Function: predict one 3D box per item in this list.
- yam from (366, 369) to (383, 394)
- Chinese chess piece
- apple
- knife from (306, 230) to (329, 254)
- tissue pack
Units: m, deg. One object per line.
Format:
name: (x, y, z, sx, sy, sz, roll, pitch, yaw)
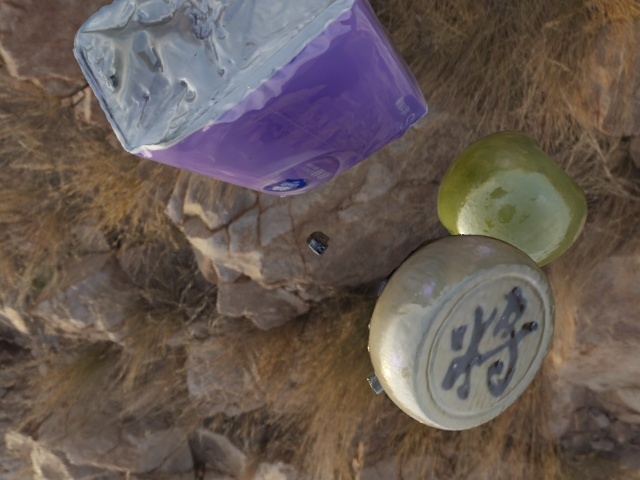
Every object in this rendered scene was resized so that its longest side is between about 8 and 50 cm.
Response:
yam: (0.123, 0.247, 1.128, 0.043, 0.043, 0.094, 37, 113, -18)
Chinese chess piece: (0.185, 0.118, 0.787, 0.257, 0.104, 0.257, -11, 114, -26)
apple: (0.385, -0.075, 1.246, 0.292, 0.292, 0.254, 41, 101, -21)
knife: (0.000, 0.000, 0.874, 0.031, 0.121, 0.018, 37, 100, 2)
tissue pack: (-0.041, -0.168, 0.635, 0.242, 0.338, 0.160, -31, 78, 16)
